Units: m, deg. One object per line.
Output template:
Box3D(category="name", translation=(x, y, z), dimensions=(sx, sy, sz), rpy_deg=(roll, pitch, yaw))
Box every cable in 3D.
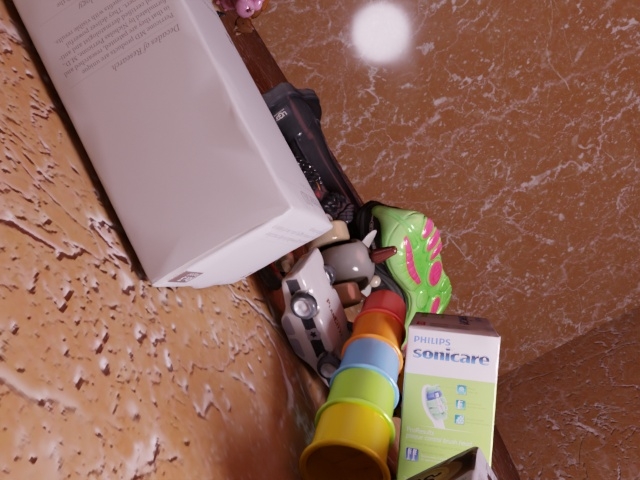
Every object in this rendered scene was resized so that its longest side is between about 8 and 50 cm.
Box3D(category="cable", translation=(-0.073, -0.024, 0.915), dimensions=(0.140, 0.072, 0.287), rpy_deg=(63, 8, -17))

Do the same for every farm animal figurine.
Box3D(category="farm animal figurine", translation=(-0.264, -0.535, 1.221), dimensions=(0.327, 0.172, 0.330), rpy_deg=(48, 18, 1))

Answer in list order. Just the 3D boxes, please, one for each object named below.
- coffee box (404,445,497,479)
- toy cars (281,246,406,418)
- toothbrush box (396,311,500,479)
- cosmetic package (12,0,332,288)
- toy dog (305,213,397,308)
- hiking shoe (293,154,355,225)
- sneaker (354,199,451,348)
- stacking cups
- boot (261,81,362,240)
Box3D(category="coffee box", translation=(0.095, 0.302, 0.536), dimensions=(0.119, 0.168, 0.297), rpy_deg=(62, 11, 15))
Box3D(category="toy cars", translation=(0.036, 0.156, 0.895), dimensions=(0.393, 0.087, 0.177), rpy_deg=(42, 40, -51))
Box3D(category="toothbrush box", translation=(0.175, 0.254, 0.833), dimensions=(0.206, 0.122, 0.284), rpy_deg=(4, 92, -78))
Box3D(category="cosmetic package", translation=(-0.153, -0.149, 0.631), dimensions=(0.385, 0.156, 0.217), rpy_deg=(60, 8, 6))
Box3D(category="toy dog", translation=(0.080, 0.051, 1.139), dimensions=(0.333, 0.160, 0.220), rpy_deg=(-45, 121, -78))
Box3D(category="hiking shoe", translation=(-0.031, -0.095, 1.341), dimensions=(0.227, 0.086, 0.114), rpy_deg=(44, -36, 9))
Box3D(category="sneaker", translation=(0.185, 0.082, 1.414), dimensions=(0.202, 0.185, 0.483), rpy_deg=(36, -28, 37))
Box3D(category="stacking cups", translation=(0.056, 0.160, 0.726), dimensions=(0.096, 0.096, 0.316), rpy_deg=(56, 26, -19))
Box3D(category="boot", translation=(0.017, -0.190, 1.608), dimensions=(0.445, 0.146, 0.367), rpy_deg=(57, 18, 1))
